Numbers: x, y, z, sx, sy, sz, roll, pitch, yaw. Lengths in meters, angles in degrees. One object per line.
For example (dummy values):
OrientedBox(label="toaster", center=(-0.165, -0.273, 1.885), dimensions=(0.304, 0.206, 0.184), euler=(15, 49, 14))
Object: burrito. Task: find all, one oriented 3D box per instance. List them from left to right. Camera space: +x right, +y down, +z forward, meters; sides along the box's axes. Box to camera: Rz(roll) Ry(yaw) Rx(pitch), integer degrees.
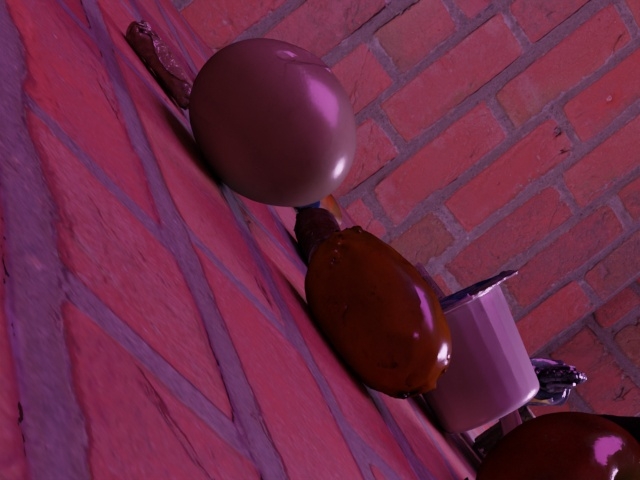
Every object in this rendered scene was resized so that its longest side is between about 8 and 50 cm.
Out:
OrientedBox(label="burrito", center=(-0.240, -0.268, 1.751), dimensions=(0.188, 0.045, 0.058), euler=(55, 12, 10))

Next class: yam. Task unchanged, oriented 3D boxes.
OrientedBox(label="yam", center=(0.002, 0.000, 1.850), dimensions=(0.079, 0.079, 0.141), euler=(50, 8, -25))

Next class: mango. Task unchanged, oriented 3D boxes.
OrientedBox(label="mango", center=(0.077, 0.087, 1.456), dimensions=(0.156, 0.151, 0.248), euler=(-3, 50, -41))

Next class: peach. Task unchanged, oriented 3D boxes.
OrientedBox(label="peach", center=(0.335, 0.353, 1.525), dimensions=(0.252, 0.252, 0.252), euler=(51, 5, -6))

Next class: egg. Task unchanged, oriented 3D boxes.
OrientedBox(label="egg", center=(-0.067, -0.165, 1.572), dimensions=(0.269, 0.219, 0.219), euler=(37, -3, 30))

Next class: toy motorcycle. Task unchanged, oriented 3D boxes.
OrientedBox(label="toy motorcycle", center=(0.353, 0.266, 2.113), dimensions=(0.173, 0.307, 0.108), euler=(27, 61, -61))

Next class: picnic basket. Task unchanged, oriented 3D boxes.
OrientedBox(label="picnic basket", center=(0.402, 0.428, 2.163), dimensions=(0.196, 0.134, 0.154), euler=(52, 8, 9))

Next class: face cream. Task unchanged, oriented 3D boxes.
OrientedBox(label="face cream", center=(-0.024, -0.097, 2.404), dimensions=(0.139, 0.067, 0.285), euler=(50, 4, 11))

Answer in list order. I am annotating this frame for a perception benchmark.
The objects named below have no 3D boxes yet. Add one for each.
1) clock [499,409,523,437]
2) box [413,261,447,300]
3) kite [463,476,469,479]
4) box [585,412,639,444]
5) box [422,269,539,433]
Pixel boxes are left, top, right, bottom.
OrientedBox(label="clock", center=(0.355, 0.387, 1.954), dimensions=(0.244, 0.056, 0.244), euler=(-13, 90, -83))
OrientedBox(label="box", center=(0.205, 0.160, 2.259), dimensions=(0.081, 0.135, 0.199), euler=(47, 8, -49))
OrientedBox(label="kite", center=(0.286, 0.439, 1.686), dimensions=(0.232, 0.009, 0.189), euler=(52, 4, -2))
OrientedBox(label="box", center=(0.447, 0.396, 1.639), dimensions=(0.073, 0.290, 0.288), euler=(-5, 88, -40))
OrientedBox(label="box", center=(0.232, 0.199, 1.854), dimensions=(0.291, 0.262, 0.206), euler=(-26, 88, -51))
